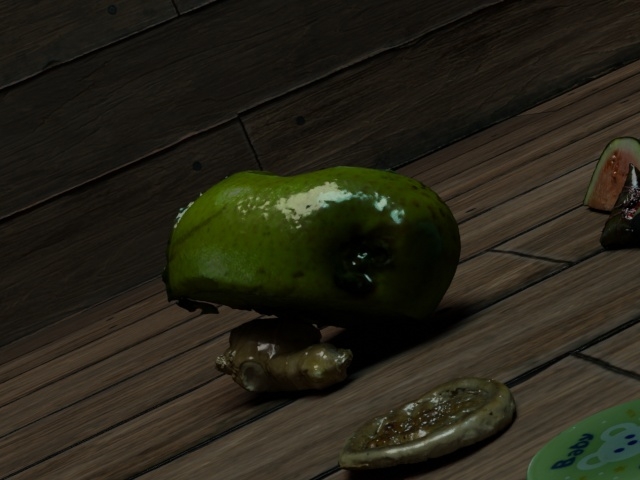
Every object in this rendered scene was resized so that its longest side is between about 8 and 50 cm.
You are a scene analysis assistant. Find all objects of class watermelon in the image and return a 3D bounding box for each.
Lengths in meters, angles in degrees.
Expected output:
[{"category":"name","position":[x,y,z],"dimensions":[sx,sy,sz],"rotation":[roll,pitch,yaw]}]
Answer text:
[{"category":"watermelon","position":[0.361,-0.068,1.352],"dimensions":[0.069,0.086,0.163],"rotation":[13,4,-11]}]

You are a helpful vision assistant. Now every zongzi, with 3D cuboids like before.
[{"category":"zongzi","position":[0.310,-0.039,1.181],"dimensions":[0.083,0.073,0.067],"rotation":[-25,-11,-17]}]

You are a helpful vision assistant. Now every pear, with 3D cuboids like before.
[{"category":"pear","position":[0.000,0.000,1.203],"dimensions":[0.238,0.163,0.255],"rotation":[11,-10,-30]}]

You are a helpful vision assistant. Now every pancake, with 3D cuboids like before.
[{"category":"pancake","position":[0.076,0.133,0.872],"dimensions":[0.140,0.022,0.139],"rotation":[-22,7,3]}]

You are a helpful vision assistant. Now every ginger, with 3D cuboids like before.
[{"category":"ginger","position":[-0.024,0.113,1.177],"dimensions":[0.165,0.067,0.096],"rotation":[3,22,42]}]

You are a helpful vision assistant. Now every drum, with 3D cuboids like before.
[{"category":"drum","position":[0.219,0.100,0.570],"dimensions":[0.253,0.049,0.130],"rotation":[-20,9,26]}]

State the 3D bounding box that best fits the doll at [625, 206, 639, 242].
[{"category":"doll","position":[0.348,-0.038,1.031],"dimensions":[0.179,0.102,0.088],"rotation":[-21,47,9]}]
